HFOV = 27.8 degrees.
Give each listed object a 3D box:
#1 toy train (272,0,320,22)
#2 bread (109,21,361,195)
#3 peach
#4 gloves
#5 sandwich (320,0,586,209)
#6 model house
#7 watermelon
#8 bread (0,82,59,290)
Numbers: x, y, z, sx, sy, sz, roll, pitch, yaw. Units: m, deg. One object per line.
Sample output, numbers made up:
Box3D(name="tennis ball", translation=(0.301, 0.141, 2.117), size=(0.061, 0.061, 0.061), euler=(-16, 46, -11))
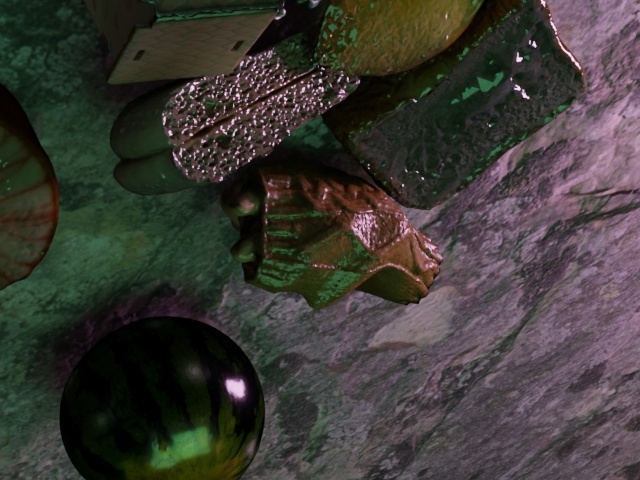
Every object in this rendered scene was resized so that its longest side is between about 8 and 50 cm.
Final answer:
Box3D(name="toy train", translation=(-0.034, -0.288, 1.298), size=(0.149, 0.081, 0.099), euler=(-33, 155, -47))
Box3D(name="bread", translation=(-0.110, -0.138, 1.371), size=(0.337, 0.183, 0.102), euler=(-35, 110, -46))
Box3D(name="peach", translation=(0.085, -0.280, 1.408), size=(0.279, 0.068, 0.189), euler=(-38, 125, -12))
Box3D(name="gloves", translation=(0.011, -0.012, 1.615), size=(0.356, 0.203, 0.155), euler=(10, 109, -48))
Box3D(name="sandwich", translation=(0.169, -0.178, 1.593), size=(0.301, 0.099, 0.271), euler=(-39, 142, 9))
Box3D(name="model house", translation=(-0.119, -0.285, 1.160), size=(0.169, 0.244, 0.326), euler=(-5, 136, -22))
Box3D(name="watermelon", translation=(-0.202, 0.222, 1.672), size=(0.269, 0.269, 0.269), euler=(-19, 141, -16))
Box3D(name="bread", translation=(-0.434, -0.029, 1.341), size=(0.327, 0.114, 0.295), euler=(-31, 144, -1))
